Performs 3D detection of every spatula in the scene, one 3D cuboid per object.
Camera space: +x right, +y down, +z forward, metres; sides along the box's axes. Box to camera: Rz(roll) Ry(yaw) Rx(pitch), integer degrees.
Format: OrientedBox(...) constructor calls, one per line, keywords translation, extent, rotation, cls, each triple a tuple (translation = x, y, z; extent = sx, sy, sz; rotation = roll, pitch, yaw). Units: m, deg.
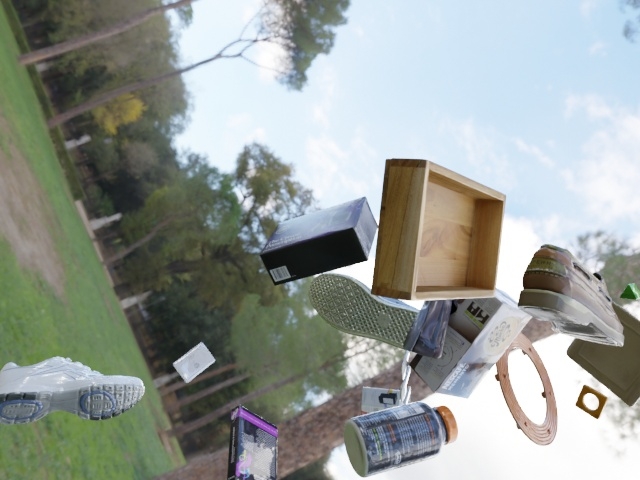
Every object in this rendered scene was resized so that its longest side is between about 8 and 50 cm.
OrientedBox(translation=(0.217, 0.367, 1.585), extent=(0.242, 0.019, 0.168), rotation=(-26, 115, -77), cls="spatula")

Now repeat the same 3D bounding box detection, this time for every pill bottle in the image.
OrientedBox(translation=(0.187, 0.442, 1.390), extent=(0.130, 0.245, 0.131), rotation=(172, -90, -70), cls="pill bottle")

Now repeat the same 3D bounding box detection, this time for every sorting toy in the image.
OrientedBox(translation=(0.695, 0.256, 1.427), extent=(0.196, 0.047, 0.348), rotation=(46, -56, 39), cls="sorting toy")

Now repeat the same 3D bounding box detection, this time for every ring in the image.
OrientedBox(translation=(0.582, 0.414, 1.751), extent=(0.032, 0.336, 0.337), rotation=(-28, -96, 36), cls="ring")

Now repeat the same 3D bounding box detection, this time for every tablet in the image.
OrientedBox(translation=(-0.285, 0.276, 1.388), extent=(0.054, 0.083, 0.006), rotation=(54, -29, 0), cls="tablet")

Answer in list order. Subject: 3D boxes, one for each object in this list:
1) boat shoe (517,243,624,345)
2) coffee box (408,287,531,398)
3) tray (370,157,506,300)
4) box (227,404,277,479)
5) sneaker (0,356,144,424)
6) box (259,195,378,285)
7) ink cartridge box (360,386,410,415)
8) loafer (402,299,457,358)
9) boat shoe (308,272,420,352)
OrientedBox(translation=(0.414, 0.093, 0.972), extent=(0.110, 0.105, 0.307), rotation=(4, -16, 39), cls="boat shoe")
OrientedBox(translation=(0.397, 0.265, 1.629), extent=(0.168, 0.297, 0.119), rotation=(22, 18, -42), cls="coffee box")
OrientedBox(translation=(0.217, -0.005, 1.052), extent=(0.076, 0.410, 0.203), rotation=(7, -90, 33), cls="tray")
OrientedBox(translation=(-0.134, 0.423, 1.219), extent=(0.116, 0.029, 0.162), rotation=(42, 27, -33), cls="box")
OrientedBox(translation=(-0.511, 0.291, 1.257), extent=(0.111, 0.296, 0.129), rotation=(-66, -149, 28), cls="sneaker")
OrientedBox(translation=(0.000, 0.000, 1.560), extent=(0.103, 0.261, 0.184), rotation=(66, 23, -19), cls="box")
OrientedBox(translation=(0.236, 0.595, 2.237), extent=(0.127, 0.174, 0.073), rotation=(86, 9, -57), cls="ink cartridge box")
OrientedBox(translation=(0.304, 0.183, 1.570), extent=(0.095, 0.303, 0.109), rotation=(27, -43, 11), cls="loafer")
OrientedBox(translation=(0.180, 0.253, 2.091), extent=(0.499, 0.187, 0.156), rotation=(20, -6, 26), cls="boat shoe")
